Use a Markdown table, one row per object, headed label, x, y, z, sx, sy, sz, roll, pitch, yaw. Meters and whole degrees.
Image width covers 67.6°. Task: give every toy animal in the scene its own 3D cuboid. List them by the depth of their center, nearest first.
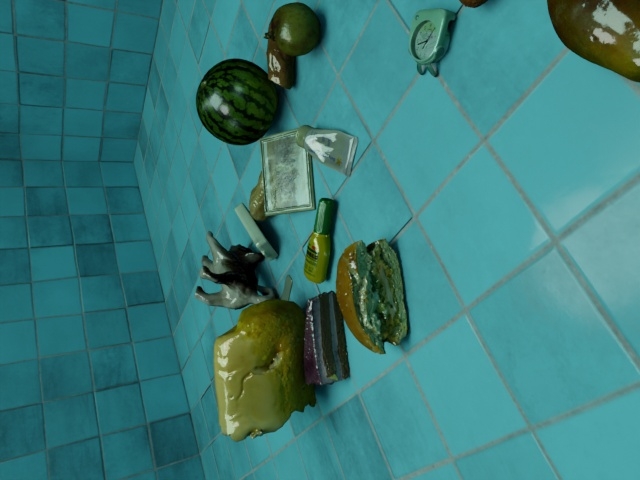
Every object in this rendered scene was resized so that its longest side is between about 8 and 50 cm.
| label | x | y | z | sx | sy | sz | roll | pitch | yaw |
| --- | --- | --- | --- | --- | --- | --- | --- | --- | --- |
| toy animal | -0.310 | 0.128 | 1.823 | 0.344 | 0.302 | 0.195 | -99 | 28 | -57 |

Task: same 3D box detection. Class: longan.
| label | x | y | z | sx | sy | sz | roll | pitch | yaw |
| --- | --- | --- | --- | --- | --- | --- | --- | --- | --- |
| longan | -0.085 | -0.619 | 1.407 | 0.155 | 0.175 | 0.145 | -125 | 26 | -60 |

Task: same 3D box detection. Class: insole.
| label | x | y | z | sx | sy | sz | roll | pitch | yaw |
| --- | --- | --- | --- | --- | --- | --- | --- | --- | --- |
| insole | -0.129 | 0.207 | 1.726 | 0.064 | 0.004 | 0.189 | 45 | 130 | 44 |

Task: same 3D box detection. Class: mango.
| label | x | y | z | sx | sy | sz | roll | pitch | yaw |
| --- | --- | --- | --- | --- | --- | --- | --- | --- | --- |
| mango | 0.419 | -0.330 | 0.694 | 0.133 | 0.111 | 0.268 | -40 | 58 | 34 |

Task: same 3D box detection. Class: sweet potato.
| label | x | y | z | sx | sy | sz | roll | pitch | yaw |
| --- | --- | --- | --- | --- | --- | --- | --- | --- | --- |
| sweet potato | -0.135 | -0.612 | 1.554 | 0.097 | 0.097 | 0.252 | -5 | 91 | 58 |

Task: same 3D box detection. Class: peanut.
| label | x | y | z | sx | sy | sz | roll | pitch | yaw |
| --- | --- | --- | --- | --- | --- | --- | --- | --- | --- |
| peanut | -0.198 | -0.168 | 1.704 | 0.108 | 0.095 | 0.226 | 49 | 133 | 28 |

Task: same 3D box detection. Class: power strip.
| label | x | y | z | sx | sy | sz | roll | pitch | yaw |
| --- | --- | --- | --- | --- | --- | --- | --- | --- | --- |
| power strip | -0.241 | -0.035 | 1.783 | 0.270 | 0.046 | 0.118 | 53 | 179 | 41 |

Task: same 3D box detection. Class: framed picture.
| label | x | y | z | sx | sy | sz | roll | pitch | yaw |
| --- | --- | --- | --- | --- | --- | --- | --- | --- | --- |
| framed picture | -0.114 | -0.223 | 1.565 | 0.216 | 0.017 | 0.275 | -7 | 88 | 34 |

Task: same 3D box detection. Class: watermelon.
| label | x | y | z | sx | sy | sz | roll | pitch | yaw |
| --- | --- | --- | --- | --- | --- | --- | --- | --- | --- |
| watermelon | -0.282 | -0.471 | 1.634 | 0.285 | 0.284 | 0.286 | 10 | 102 | 57 |

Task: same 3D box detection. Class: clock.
| label | x | y | z | sx | sy | sz | roll | pitch | yaw |
| --- | --- | --- | --- | --- | --- | --- | --- | --- | --- |
| clock | 0.236 | -0.429 | 1.039 | 0.101 | 0.041 | 0.135 | 34 | 123 | 51 |

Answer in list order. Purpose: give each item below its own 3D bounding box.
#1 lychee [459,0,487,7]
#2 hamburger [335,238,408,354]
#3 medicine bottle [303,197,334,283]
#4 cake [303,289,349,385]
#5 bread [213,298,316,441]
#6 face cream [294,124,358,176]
| label | x | y | z | sx | sy | sz | roll | pitch | yaw |
| --- | --- | --- | --- | --- | --- | --- | --- | --- | --- |
| lychee | 0.290 | -0.511 | 0.888 | 0.101 | 0.114 | 0.140 | -8 | 107 | 28 |
| hamburger | 0.113 | 0.142 | 1.206 | 0.156 | 0.143 | 0.283 | -13 | 85 | 58 |
| medicine bottle | 0.000 | 0.000 | 1.443 | 0.095 | 0.064 | 0.261 | 36 | 123 | 50 |
| cake | 0.018 | 0.298 | 1.407 | 0.112 | 0.115 | 0.296 | 12 | 107 | 53 |
| bread | -0.154 | 0.382 | 1.494 | 0.249 | 0.361 | 0.395 | 0 | 92 | 21 |
| face cream | 0.019 | -0.275 | 1.393 | 0.224 | 0.070 | 0.114 | 35 | 123 | 41 |
